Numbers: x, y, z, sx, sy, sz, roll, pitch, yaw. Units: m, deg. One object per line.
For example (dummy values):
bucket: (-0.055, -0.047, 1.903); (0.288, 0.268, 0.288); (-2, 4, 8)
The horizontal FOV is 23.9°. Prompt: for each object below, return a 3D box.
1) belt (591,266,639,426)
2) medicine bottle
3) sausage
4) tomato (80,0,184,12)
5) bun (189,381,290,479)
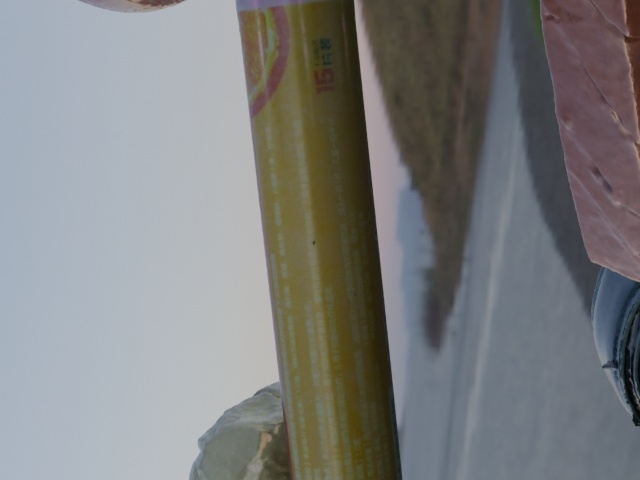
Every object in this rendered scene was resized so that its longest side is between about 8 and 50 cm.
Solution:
belt: (0.348, 0.053, 1.201); (0.116, 0.267, 0.206); (-102, -12, -63)
medicine bottle: (0.000, 0.000, 1.190); (0.108, 0.108, 0.426); (-58, -38, -82)
sausage: (0.098, -0.060, 0.452); (0.169, 0.065, 0.065); (71, -160, -44)
tomato: (-0.154, -0.285, 1.210); (0.184, 0.208, 0.208); (-30, 40, 41)
bun: (-0.037, 0.222, 1.351); (0.220, 0.134, 0.220); (-28, -54, -48)
